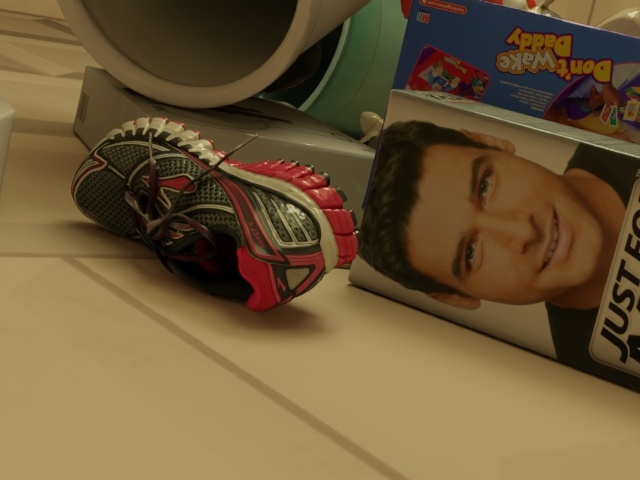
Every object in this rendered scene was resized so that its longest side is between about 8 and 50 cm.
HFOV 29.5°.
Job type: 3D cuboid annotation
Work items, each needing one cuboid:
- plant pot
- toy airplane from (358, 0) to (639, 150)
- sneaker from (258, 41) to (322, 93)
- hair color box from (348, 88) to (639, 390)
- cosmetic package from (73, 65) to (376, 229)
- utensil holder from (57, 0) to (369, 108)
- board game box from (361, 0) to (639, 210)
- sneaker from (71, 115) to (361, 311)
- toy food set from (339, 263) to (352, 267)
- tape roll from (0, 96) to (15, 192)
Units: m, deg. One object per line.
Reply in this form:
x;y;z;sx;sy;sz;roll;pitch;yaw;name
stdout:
0.049;-0.313;2.028;0.334;0.341;0.341;11;10;-42;plant pot
0.199;-0.144;1.410;0.272;0.386;0.384;-17;38;-32;toy airplane
-0.138;-0.228;1.537;0.281;0.106;0.162;5;20;-2;sneaker
0.223;0.003;1.050;0.374;0.185;0.113;20;15;30;hair color box
-0.121;-0.117;1.461;0.284;0.097;0.377;10;12;-24;cosmetic package
-0.078;-0.369;1.400;0.327;0.328;0.385;17;31;17;utensil holder
0.236;-0.096;1.193;0.347;0.233;0.078;18;13;18;board game box
-0.113;-0.024;1.019;0.299;0.121;0.112;13;40;41;sneaker
0.000;0.000;1.225;0.078;0.019;0.122;5;15;-32;toy food set
-0.412;-0.092;1.039;0.286;0.100;0.286;12;13;-3;tape roll
